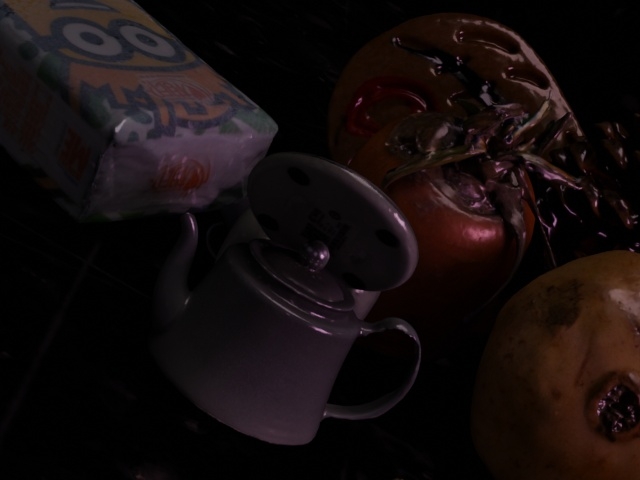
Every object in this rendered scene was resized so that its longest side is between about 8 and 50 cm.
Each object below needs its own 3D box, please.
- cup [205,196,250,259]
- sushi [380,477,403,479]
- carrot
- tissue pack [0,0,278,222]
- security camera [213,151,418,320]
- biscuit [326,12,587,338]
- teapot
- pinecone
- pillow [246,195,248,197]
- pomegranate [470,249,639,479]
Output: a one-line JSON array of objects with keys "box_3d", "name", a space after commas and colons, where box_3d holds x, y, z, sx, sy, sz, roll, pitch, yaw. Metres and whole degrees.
[{"box_3d": [-0.062, 0.001, 1.661, 0.078, 0.100, 0.077, 13, 61, -73], "name": "cup"}, {"box_3d": [0.052, 0.213, 1.296, 0.060, 0.061, 0.118, 36, -7, 44], "name": "sushi"}, {"box_3d": [0.104, -0.011, 1.654, 0.193, 0.331, 0.214, 17, 37, -17], "name": "carrot"}, {"box_3d": [-0.225, -0.149, 1.665, 0.228, 0.128, 0.311, -7, 41, -48], "name": "tissue pack"}, {"box_3d": [0.000, 0.000, 1.476, 0.157, 0.080, 0.301, 35, -28, 1], "name": "security camera"}, {"box_3d": [0.142, -0.070, 1.890, 0.063, 0.314, 0.367, 89, -23, -76], "name": "biscuit"}, {"box_3d": [-0.028, 0.066, 1.401, 0.239, 0.149, 0.162, 29, 15, -10], "name": "teapot"}, {"box_3d": [0.309, -0.003, 1.745, 0.243, 0.257, 0.243, 32, 41, -34], "name": "pinecone"}, {"box_3d": [-0.171, -0.146, 1.874, 0.335, 0.093, 0.161, 43, 15, 30], "name": "pillow"}, {"box_3d": [0.257, 0.138, 1.552, 0.260, 0.260, 0.260, 30, 16, -9], "name": "pomegranate"}]
